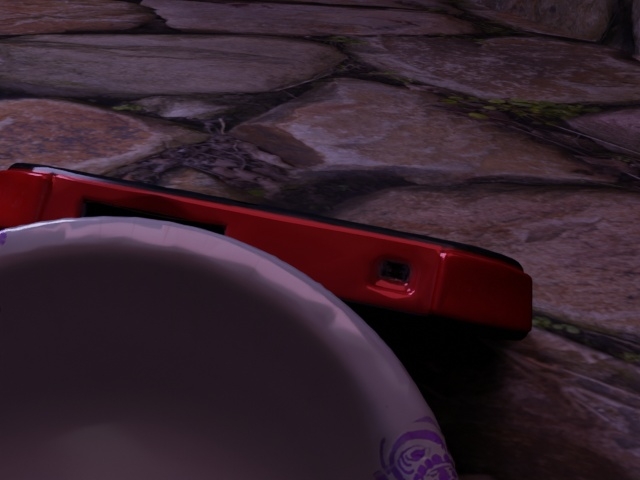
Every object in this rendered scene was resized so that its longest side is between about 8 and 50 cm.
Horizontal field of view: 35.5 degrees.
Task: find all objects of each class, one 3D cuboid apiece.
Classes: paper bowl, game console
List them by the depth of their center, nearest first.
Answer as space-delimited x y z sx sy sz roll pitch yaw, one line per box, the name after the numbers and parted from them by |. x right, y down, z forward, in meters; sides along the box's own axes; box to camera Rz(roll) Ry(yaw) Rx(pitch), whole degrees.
-0.088 0.144 0.408 0.284 0.284 0.148 1 -22 -3 | paper bowl
-0.033 0.021 0.790 0.387 0.060 0.342 11 -6 8 | game console
